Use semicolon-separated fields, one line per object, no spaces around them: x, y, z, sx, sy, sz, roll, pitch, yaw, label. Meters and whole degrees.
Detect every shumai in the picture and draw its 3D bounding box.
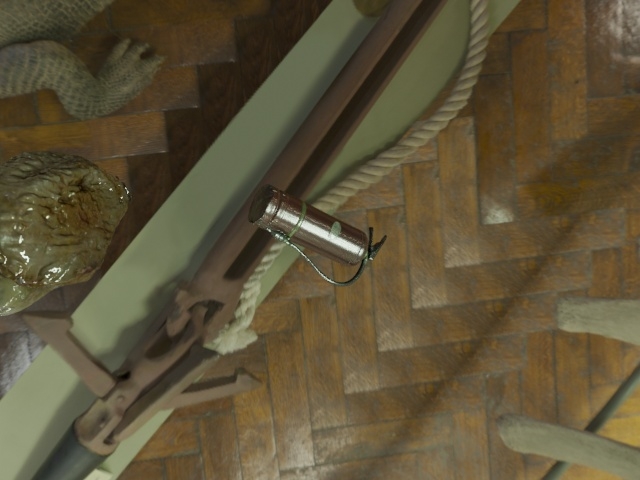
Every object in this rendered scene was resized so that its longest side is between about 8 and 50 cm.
-0.393;-0.018;0.754;0.185;0.218;0.184;-11;131;20;shumai

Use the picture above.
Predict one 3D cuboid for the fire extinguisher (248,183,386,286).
0.000;0.000;0.598;0.157;0.045;0.078;25;72;-28;fire extinguisher
